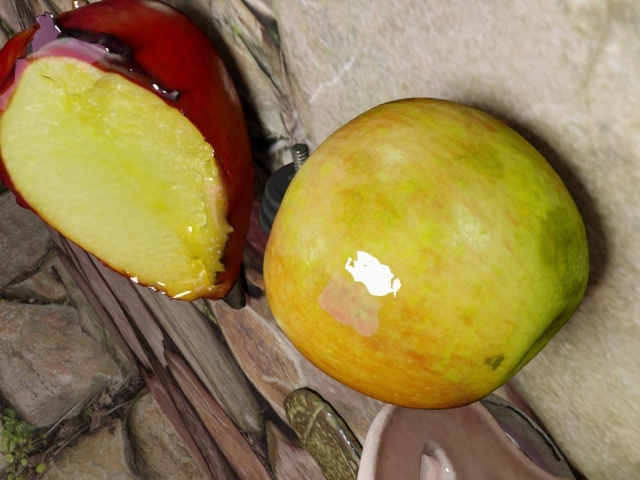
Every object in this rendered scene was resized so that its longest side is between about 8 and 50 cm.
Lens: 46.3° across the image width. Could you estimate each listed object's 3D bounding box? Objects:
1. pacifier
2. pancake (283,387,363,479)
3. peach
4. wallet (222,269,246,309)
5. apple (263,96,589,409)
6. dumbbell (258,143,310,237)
[{"bbox_3d":[0.161,0.219,0.484,0.332,0.220,0.273,39,161,-19],"label":"pacifier"},{"bbox_3d":[0.020,0.334,1.146,0.250,0.031,0.250,45,153,30],"label":"pancake"},{"bbox_3d":[-0.180,-0.107,0.811,0.258,0.201,0.361,-15,126,27],"label":"peach"},{"bbox_3d":[-0.173,-0.044,1.063,0.165,0.042,0.309,41,151,33],"label":"wallet"},{"bbox_3d":[0.066,0.012,0.464,0.196,0.196,0.196,45,153,30],"label":"apple"},{"bbox_3d":[0.000,0.000,0.692,0.099,0.099,0.208,36,150,42],"label":"dumbbell"}]
